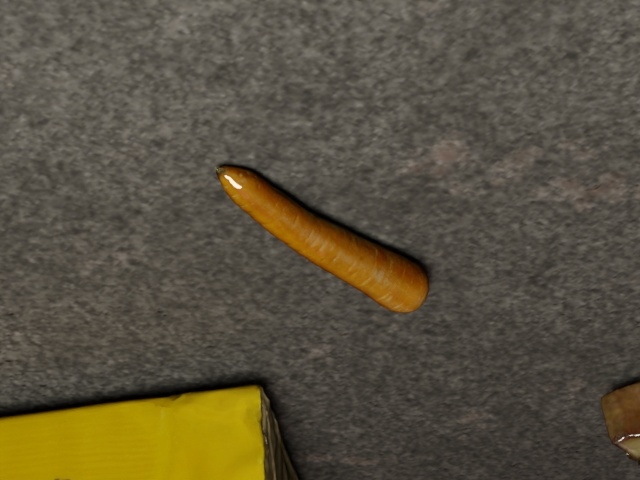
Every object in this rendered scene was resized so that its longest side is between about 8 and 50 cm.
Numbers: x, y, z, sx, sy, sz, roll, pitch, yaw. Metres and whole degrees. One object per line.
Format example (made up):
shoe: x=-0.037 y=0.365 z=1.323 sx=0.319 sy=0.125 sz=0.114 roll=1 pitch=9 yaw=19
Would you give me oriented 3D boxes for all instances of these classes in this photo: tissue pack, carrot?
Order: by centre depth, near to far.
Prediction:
carrot: x=0.000 y=0.000 z=1.276 sx=0.190 sy=0.037 sz=0.037 roll=29 pitch=133 yaw=-36
tissue pack: x=-0.196 y=0.275 z=1.481 sx=0.382 sy=0.228 sz=0.293 roll=-9 pitch=145 yaw=5

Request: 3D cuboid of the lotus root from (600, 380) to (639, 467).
lotus root: x=0.352 y=0.152 z=1.491 sx=0.170 sy=0.074 sz=0.261 roll=-28 pitch=138 yaw=29
